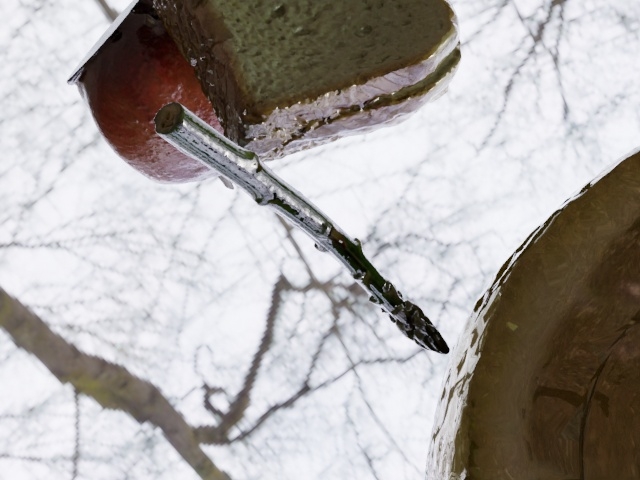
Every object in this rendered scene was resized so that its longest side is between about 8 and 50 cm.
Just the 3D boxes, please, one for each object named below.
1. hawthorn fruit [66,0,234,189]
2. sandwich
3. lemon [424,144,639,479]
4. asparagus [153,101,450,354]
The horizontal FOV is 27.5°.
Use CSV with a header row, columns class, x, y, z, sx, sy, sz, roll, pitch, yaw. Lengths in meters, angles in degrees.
class,x,y,z,sx,sy,sz,roll,pitch,yaw
hawthorn fruit,-0.153,-0.145,1.393,0.189,0.251,0.189,-17,-151,10
sandwich,-0.023,-0.220,1.244,0.254,0.100,0.288,-23,-115,-19
lemon,0.215,0.137,0.590,0.364,0.364,0.364,-19,-140,17
asparagus,0.000,0.000,0.446,0.016,0.163,0.016,3,-117,40
